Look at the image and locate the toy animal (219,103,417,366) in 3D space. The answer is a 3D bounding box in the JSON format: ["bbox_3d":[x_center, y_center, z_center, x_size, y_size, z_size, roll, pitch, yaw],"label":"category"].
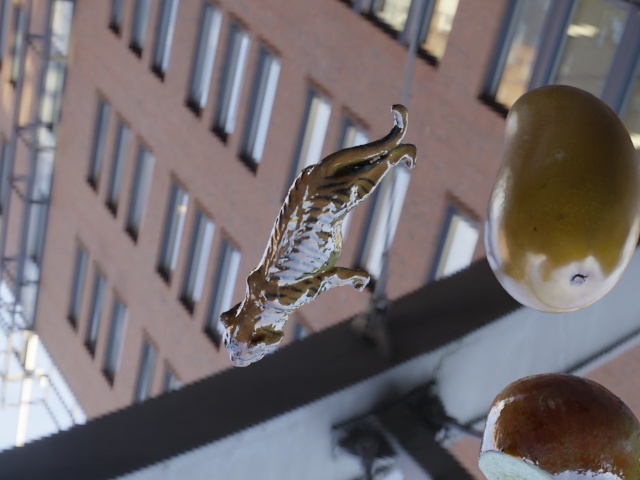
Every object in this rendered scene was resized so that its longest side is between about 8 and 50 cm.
[{"bbox_3d":[0.000,0.000,0.969,0.057,0.241,0.099,42,-151,29],"label":"toy animal"}]

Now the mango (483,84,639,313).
[{"bbox_3d":[0.153,-0.031,0.799,0.085,0.102,0.184,46,-145,-29],"label":"mango"}]

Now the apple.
[{"bbox_3d":[0.270,0.230,1.364,0.195,0.160,0.173,40,177,-15],"label":"apple"}]
